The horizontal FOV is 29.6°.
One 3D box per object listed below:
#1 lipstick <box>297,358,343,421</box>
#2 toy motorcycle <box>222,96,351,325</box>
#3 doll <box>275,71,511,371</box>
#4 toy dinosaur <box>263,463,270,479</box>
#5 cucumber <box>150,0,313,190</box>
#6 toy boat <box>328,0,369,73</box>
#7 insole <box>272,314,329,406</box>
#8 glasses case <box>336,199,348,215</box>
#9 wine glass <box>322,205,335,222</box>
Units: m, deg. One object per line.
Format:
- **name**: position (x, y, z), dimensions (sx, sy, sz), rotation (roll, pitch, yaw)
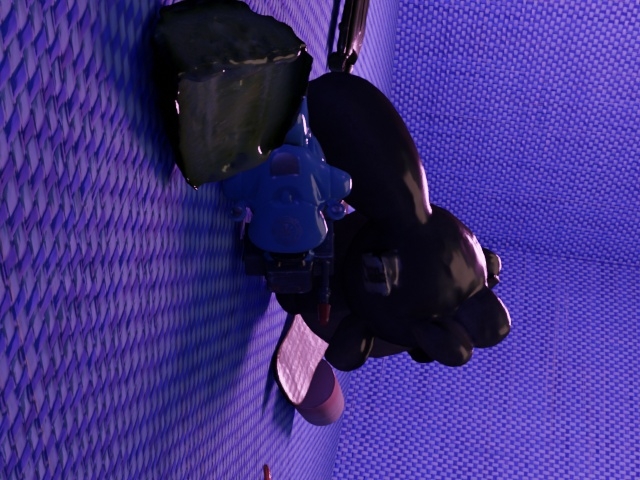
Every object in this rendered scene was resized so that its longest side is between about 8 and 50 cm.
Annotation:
- **lipstick**: position (-0.009, 0.260, 2.062), dimensions (0.327, 0.087, 0.087), rotation (75, 23, -75)
- **toy motorcycle**: position (-0.032, -0.036, 1.225), dimensions (0.272, 0.123, 0.182), rotation (89, 0, -55)
- **doll**: position (0.073, -0.022, 1.496), dimensions (0.382, 0.252, 0.379), rotation (-173, -107, -68)
- **toy dinosaur**: position (-0.080, 0.420, 1.707), dimensions (0.101, 0.055, 0.280), rotation (-59, -172, 27)
- **cucumber**: position (-0.073, -0.112, 0.880), dimensions (0.115, 0.086, 0.193), rotation (-33, 157, -17)
- **toy boat**: position (0.051, -0.367, 1.963), dimensions (0.104, 0.052, 0.210), rotation (68, 29, -75)
- **insole**: position (-0.020, 0.142, 1.883), dimensions (0.119, 0.009, 0.348), rotation (61, 22, -18)
- **glasses case**: position (0.014, 0.003, 2.059), dimensions (0.299, 0.060, 0.114), rotation (92, 8, -51)
- **wine glass**: position (0.000, 0.000, 1.876), dimensions (0.155, 0.072, 0.072), rotation (87, 12, -62)
